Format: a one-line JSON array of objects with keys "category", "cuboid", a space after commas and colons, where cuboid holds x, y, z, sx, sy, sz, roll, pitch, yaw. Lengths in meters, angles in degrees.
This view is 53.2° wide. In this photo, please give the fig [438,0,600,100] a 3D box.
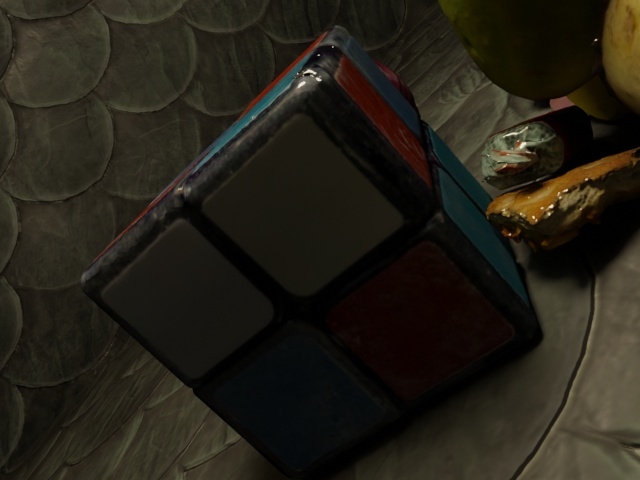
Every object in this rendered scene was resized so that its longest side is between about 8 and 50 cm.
[{"category": "fig", "cuboid": [0.215, -0.294, 0.592, 0.257, 0.327, 0.258, -7, 25, 3]}]

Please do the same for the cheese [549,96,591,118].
[{"category": "cheese", "cuboid": [0.359, -0.258, 0.900, 0.189, 0.074, 0.286, -36, 30, 38]}]

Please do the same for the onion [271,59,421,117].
[{"category": "onion", "cuboid": [0.038, -0.141, 1.109, 0.347, 0.347, 0.285, -43, 56, 8]}]

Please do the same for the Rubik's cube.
[{"category": "Rubik's cube", "cuboid": [0.000, 0.000, 0.701, 0.313, 0.316, 0.318, -38, 17, 22]}]

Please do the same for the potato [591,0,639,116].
[{"category": "potato", "cuboid": [0.351, -0.171, 0.432, 0.285, 0.243, 0.242, -32, 17, 14]}]

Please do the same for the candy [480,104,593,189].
[{"category": "candy", "cuboid": [0.241, -0.106, 0.702, 0.086, 0.059, 0.292, -15, 8, 39]}]

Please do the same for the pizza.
[{"category": "pizza", "cuboid": [0.231, -0.032, 0.602, 0.182, 0.063, 0.161, -19, 2, 41]}]

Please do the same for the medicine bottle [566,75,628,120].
[{"category": "medicine bottle", "cuboid": [0.375, -0.251, 0.732, 0.212, 0.122, 0.122, -44, 14, 3]}]
